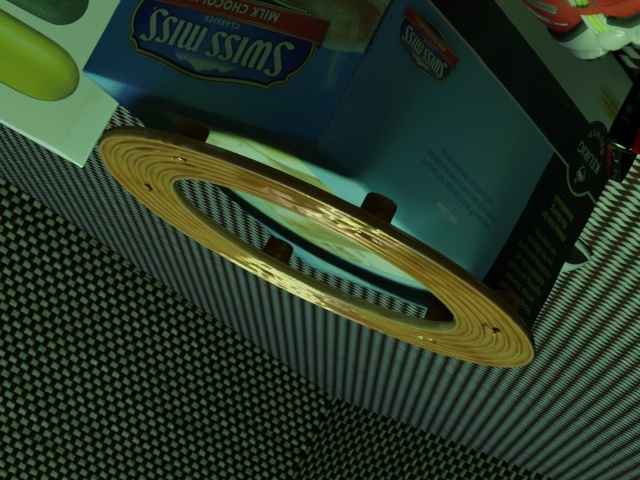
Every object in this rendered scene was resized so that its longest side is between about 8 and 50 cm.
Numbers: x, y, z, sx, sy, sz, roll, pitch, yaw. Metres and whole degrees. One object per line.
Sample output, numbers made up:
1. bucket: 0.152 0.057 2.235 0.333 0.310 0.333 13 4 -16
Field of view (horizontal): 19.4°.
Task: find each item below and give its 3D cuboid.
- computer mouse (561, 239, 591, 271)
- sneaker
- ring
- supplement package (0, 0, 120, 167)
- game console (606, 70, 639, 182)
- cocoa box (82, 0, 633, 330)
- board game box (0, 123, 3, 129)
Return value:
1. computer mouse: 0.211 -0.011 1.935 0.193 0.042 0.106 36 166 -37
2. sneaker: 0.168 -0.180 1.103 0.118 0.107 0.279 39 166 -6
3. ring: 0.000 0.000 1.308 0.337 0.032 0.336 24 168 5
4. supplement package: -0.242 -0.227 1.460 0.263 0.199 0.198 30 -164 -10
5. game console: 0.244 -0.099 1.158 0.085 0.144 0.124 26 169 15
6. cocoa box: 0.044 -0.111 1.374 0.231 0.228 0.347 20 167 37
7. board game box: -0.299 -0.206 1.839 0.047 0.210 0.160 27 170 0
